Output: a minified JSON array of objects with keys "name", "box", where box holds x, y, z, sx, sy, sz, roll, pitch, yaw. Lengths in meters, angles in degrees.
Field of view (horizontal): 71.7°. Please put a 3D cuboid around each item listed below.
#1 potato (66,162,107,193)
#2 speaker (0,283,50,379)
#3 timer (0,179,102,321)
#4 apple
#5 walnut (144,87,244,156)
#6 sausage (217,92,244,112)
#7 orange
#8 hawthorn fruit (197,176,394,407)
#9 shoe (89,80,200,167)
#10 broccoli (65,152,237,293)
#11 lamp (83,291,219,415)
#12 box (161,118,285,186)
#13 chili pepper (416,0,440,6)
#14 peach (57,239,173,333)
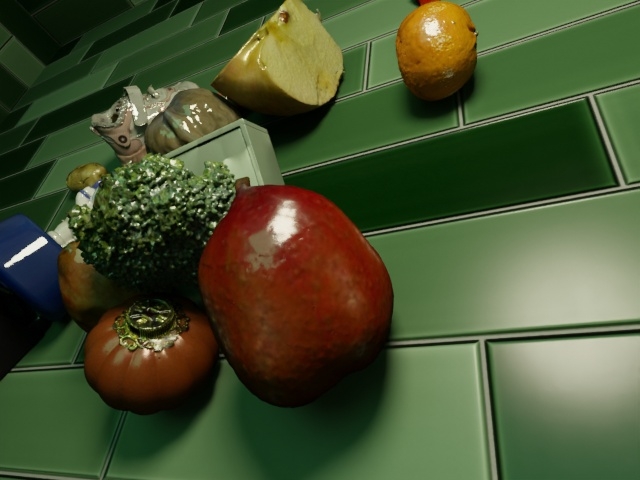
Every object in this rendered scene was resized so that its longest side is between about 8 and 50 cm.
[{"name":"potato","box":[-0.770,-0.206,1.457,0.171,0.080,0.107,3,70,31]},{"name":"speaker","box":[-0.864,0.222,1.110,0.254,0.184,0.232,-50,46,-9]},{"name":"timer","box":[-0.617,-0.018,1.123,0.270,0.270,0.383,19,56,40]},{"name":"apple","box":[-0.112,-0.434,1.097,0.314,0.252,0.309,15,59,10]},{"name":"walnut","box":[-0.300,-0.246,1.098,0.248,0.248,0.248,-17,49,20]},{"name":"sausage","box":[-0.330,-0.323,1.267,0.419,0.094,0.094,-48,7,-8]},{"name":"orange","box":[0.240,-0.388,0.905,0.161,0.193,0.193,-11,51,19]},{"name":"hawthorn fruit","box":[-0.032,0.074,0.632,0.295,0.311,0.295,-9,36,6]},{"name":"shoe","box":[-0.524,-0.386,1.362,0.351,0.198,0.172,-49,48,-9]},{"name":"broccoli","box":[-0.266,-0.022,0.757,0.288,0.260,0.235,1,91,-2]},{"name":"lamp","box":[-0.290,0.192,0.773,0.223,0.196,0.223,8,38,-6]},{"name":"box","box":[-0.195,-0.095,0.925,0.225,0.117,0.224,-19,87,18]},{"name":"chili pepper","box":[0.278,-0.643,1.168,0.064,0.071,0.272,4,54,-14]},{"name":"peach","box":[-0.428,0.081,0.920,0.214,0.235,0.214,-13,44,13]}]
